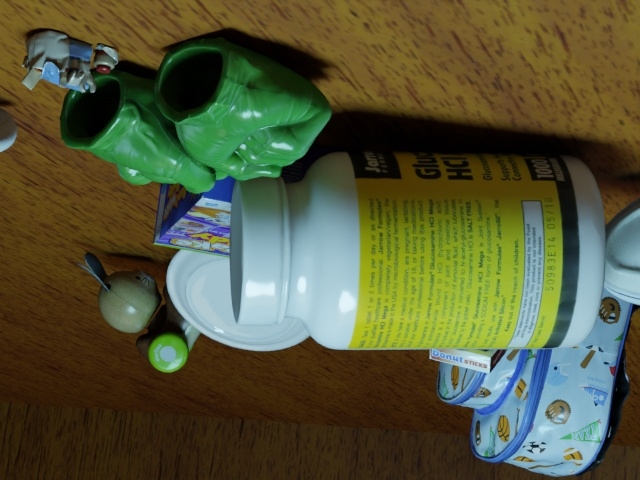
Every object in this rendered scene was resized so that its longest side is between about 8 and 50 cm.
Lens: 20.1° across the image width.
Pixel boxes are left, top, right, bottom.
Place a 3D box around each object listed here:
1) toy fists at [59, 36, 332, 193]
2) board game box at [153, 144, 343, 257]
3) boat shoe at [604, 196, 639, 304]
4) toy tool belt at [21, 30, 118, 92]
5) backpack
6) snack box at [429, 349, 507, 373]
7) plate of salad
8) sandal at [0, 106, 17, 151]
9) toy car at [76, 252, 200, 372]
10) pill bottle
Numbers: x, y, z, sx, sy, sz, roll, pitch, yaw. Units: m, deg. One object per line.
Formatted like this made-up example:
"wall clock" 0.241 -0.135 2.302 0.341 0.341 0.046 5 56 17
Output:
"toy fists" -0.107 -0.103 1.614 0.142 0.096 0.279 16 162 -38
"board game box" 0.019 -0.025 1.907 0.347 0.078 0.233 10 166 -15
"boat shoe" 0.363 -0.025 1.621 0.156 0.136 0.367 17 160 -38
"toy tool belt" -0.220 -0.148 1.573 0.083 0.051 0.052 14 165 -29
"backpack" 0.250 0.131 2.035 0.213 0.263 0.276 6 166 -6
"snack box" 0.171 0.080 1.810 0.064 0.022 0.178 14 -152 21
"plate of salad" -0.092 0.060 2.230 0.199 0.048 0.200 9 134 9
"sandal" -0.431 -0.092 1.764 0.265 0.102 0.076 6 130 -2
"toy car" -0.232 0.069 2.362 0.188 0.149 0.155 33 -176 -3
"pill bottle" 0.086 0.009 1.699 0.333 0.188 0.188 0 167 -9
